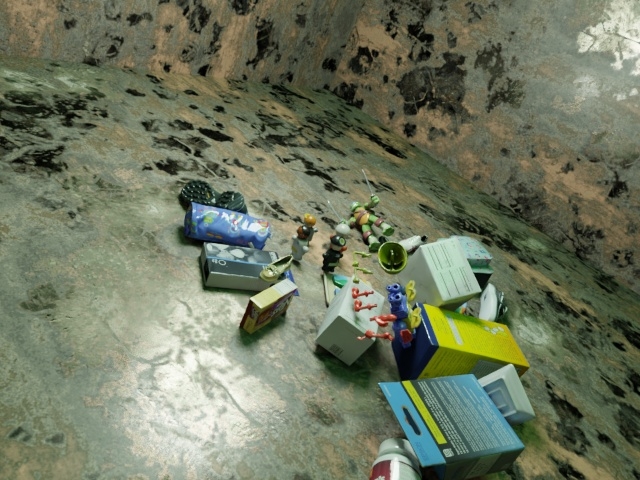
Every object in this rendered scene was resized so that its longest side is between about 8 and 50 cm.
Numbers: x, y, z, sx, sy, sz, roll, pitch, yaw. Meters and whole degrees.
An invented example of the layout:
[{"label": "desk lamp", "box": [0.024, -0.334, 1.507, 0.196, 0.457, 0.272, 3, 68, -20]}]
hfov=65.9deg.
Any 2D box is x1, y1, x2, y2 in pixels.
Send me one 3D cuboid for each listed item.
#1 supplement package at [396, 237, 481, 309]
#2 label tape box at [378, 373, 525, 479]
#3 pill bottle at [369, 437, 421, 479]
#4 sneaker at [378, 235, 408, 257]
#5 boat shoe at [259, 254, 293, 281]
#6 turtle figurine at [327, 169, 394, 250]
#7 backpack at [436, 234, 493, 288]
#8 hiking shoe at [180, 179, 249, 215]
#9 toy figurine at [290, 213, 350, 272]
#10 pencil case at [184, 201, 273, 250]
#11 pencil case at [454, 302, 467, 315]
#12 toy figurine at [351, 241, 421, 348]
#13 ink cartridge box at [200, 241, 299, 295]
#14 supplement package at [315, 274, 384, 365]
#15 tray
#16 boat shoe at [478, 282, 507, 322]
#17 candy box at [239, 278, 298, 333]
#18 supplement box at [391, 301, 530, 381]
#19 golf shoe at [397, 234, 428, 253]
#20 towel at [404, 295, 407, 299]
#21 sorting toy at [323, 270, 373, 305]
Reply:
[{"label": "supplement package", "box": [0.401, 0.146, 1.717, 0.145, 0.262, 0.204, -13, 68, -16]}, {"label": "label tape box", "box": [0.317, 0.482, 1.278, 0.333, 0.106, 0.241, 4, 34, -27]}, {"label": "pill bottle", "box": [0.168, 0.572, 1.124, 0.121, 0.121, 0.221, 25, 29, 1]}, {"label": "sneaker", "box": [0.322, 0.036, 2.152, 0.067, 0.078, 0.188, 0, 35, -35]}, {"label": "boat shoe", "box": [-0.143, 0.089, 1.620, 0.056, 0.048, 0.153, 37, 33, 20]}, {"label": "turtle figurine", "box": [0.180, -0.103, 2.161, 0.197, 0.275, 0.266, -28, 55, -14]}, {"label": "backpack", "box": [0.617, 0.084, 2.198, 0.225, 0.191, 0.253, 4, 29, -23]}, {"label": "hiking shoe", "box": [-0.406, -0.135, 1.880, 0.304, 0.132, 0.113, 20, 62, 27]}, {"label": "toy figurine", "box": [0.000, 0.000, 1.873, 0.209, 0.148, 0.213, 21, 24, 5]}, {"label": "pencil case", "box": [-0.328, -0.040, 1.750, 0.305, 0.119, 0.133, 14, 50, -20]}, {"label": "pencil case", "box": [0.448, 0.235, 1.907, 0.236, 0.105, 0.104, 24, 29, 0]}, {"label": "toy figurine", "box": [0.216, 0.208, 1.529, 0.191, 0.217, 0.363, -15, 43, 11]}, {"label": "ink cartridge box", "box": [-0.228, 0.096, 1.662, 0.332, 0.065, 0.165, 9, 32, -27]}, {"label": "supplement package", "box": [0.099, 0.247, 1.566, 0.139, 0.134, 0.244, 37, 29, -4]}, {"label": "tray", "box": [0.477, 0.453, 1.378, 0.030, 0.270, 0.145, -5, 61, -21]}, {"label": "boat shoe", "box": [0.724, 0.277, 2.046, 0.102, 0.108, 0.301, 27, 22, 7]}, {"label": "candy box", "box": [-0.156, 0.197, 1.503, 0.053, 0.109, 0.186, 37, 31, 20]}, {"label": "supplement box", "box": [0.441, 0.365, 1.589, 0.356, 0.194, 0.195, 16, 31, -16]}, {"label": "golf shoe", "box": [0.419, 0.008, 2.264, 0.186, 0.086, 0.067, -8, 44, -42]}, {"label": "towel", "box": [0.384, 0.242, 1.830, 0.113, 0.023, 0.152, -21, 71, -20]}, {"label": "sorting toy", "box": [0.112, 0.188, 1.790, 0.208, 0.038, 0.193, 17, 30, -15]}]
